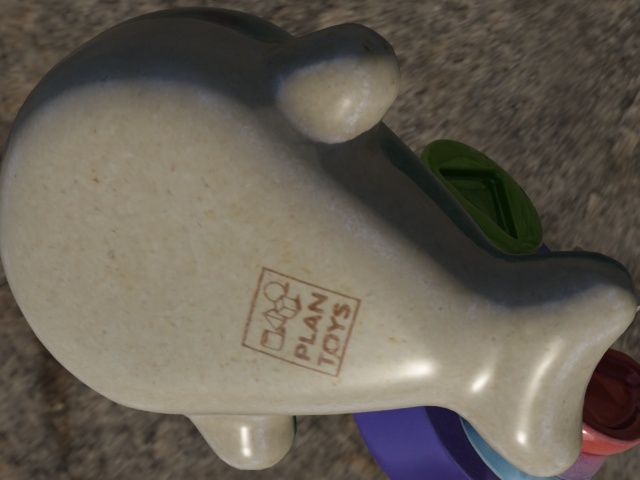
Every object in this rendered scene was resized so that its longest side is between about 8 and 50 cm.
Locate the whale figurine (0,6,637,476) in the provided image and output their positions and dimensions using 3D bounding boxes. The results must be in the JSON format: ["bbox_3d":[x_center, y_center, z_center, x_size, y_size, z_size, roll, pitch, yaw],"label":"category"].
[{"bbox_3d":[0.000,0.000,0.771,0.272,0.141,0.216,19,118,9],"label":"whale figurine"}]

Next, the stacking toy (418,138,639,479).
[{"bbox_3d":[0.130,0.070,1.505,0.309,0.279,0.130,40,120,-4],"label":"stacking toy"}]

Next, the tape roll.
[{"bbox_3d":[0.146,0.116,1.696,0.090,0.275,0.275,-19,97,43],"label":"tape roll"}]
